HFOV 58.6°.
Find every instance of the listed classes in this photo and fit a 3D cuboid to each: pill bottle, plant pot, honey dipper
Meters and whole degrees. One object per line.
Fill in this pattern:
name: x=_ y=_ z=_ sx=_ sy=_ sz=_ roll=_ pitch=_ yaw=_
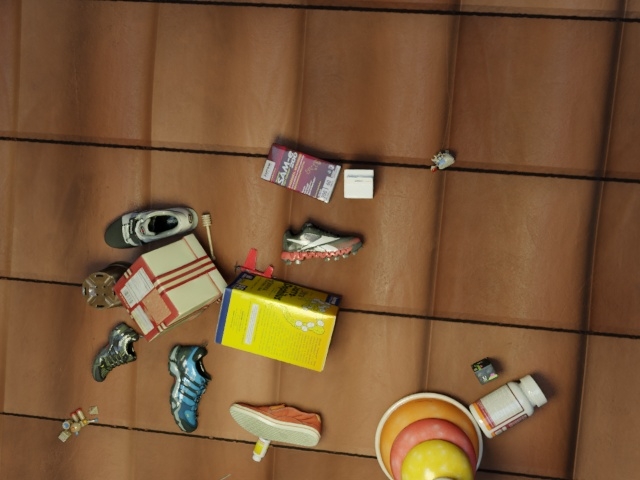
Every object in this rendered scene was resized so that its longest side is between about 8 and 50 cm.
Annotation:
pill bottle: x=0.604 y=0.531 z=1.837 sx=0.221 sy=0.121 sz=0.121 roll=-33 pitch=90 yaw=6
pill bottle: x=-0.205 y=0.718 z=1.973 sx=0.044 sy=0.043 sz=0.083 roll=23 pitch=95 yaw=4
plant pot: x=-0.709 y=0.159 z=1.932 sx=0.167 sy=0.165 sz=0.166 roll=0 pitch=93 yaw=7
honey dipper: x=-0.379 y=-0.009 z=1.957 sx=0.031 sy=0.030 sz=0.160 roll=-10 pitch=95 yaw=6

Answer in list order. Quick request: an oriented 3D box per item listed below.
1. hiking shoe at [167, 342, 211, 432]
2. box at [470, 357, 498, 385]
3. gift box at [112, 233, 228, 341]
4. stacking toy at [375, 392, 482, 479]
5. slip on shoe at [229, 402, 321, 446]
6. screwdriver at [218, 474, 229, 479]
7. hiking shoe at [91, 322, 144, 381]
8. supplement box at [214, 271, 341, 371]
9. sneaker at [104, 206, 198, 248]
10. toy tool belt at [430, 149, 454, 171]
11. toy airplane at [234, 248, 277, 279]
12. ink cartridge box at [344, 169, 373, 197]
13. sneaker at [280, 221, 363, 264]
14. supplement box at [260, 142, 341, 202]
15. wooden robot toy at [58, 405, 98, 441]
hiking shoe: x=-0.439 y=0.508 z=1.950 sx=0.132 sy=0.113 sz=0.303 roll=-6 pitch=93 yaw=7
box: x=0.533 y=0.425 z=1.857 sx=0.062 sy=0.083 sz=0.052 roll=-29 pitch=90 yaw=7
gift box: x=-0.488 y=0.148 z=1.858 sx=0.276 sy=0.258 sz=0.255 roll=-33 pitch=87 yaw=39
stacking toy: x=0.334 y=0.686 z=1.695 sx=0.351 sy=0.480 sz=0.350 roll=0 pitch=93 yaw=7
slip on shoe: x=-0.151 y=0.608 z=1.940 sx=0.332 sy=0.101 sz=0.122 roll=7 pitch=129 yaw=17
screwdriver: x=-0.390 y=0.870 z=2.017 sx=0.170 sy=0.024 sz=0.025 roll=-26 pitch=120 yaw=0
hiking shoe: x=-0.706 y=0.407 z=1.986 sx=0.114 sy=0.086 sz=0.226 roll=29 pitch=95 yaw=7
supplement box: x=-0.131 y=0.255 z=1.850 sx=0.357 sy=0.194 sz=0.195 roll=14 pitch=104 yaw=4
sneaker: x=-0.594 y=-0.047 z=1.920 sx=0.331 sy=0.146 sz=0.122 roll=-15 pitch=93 yaw=8
toy tool belt: x=0.389 y=-0.260 z=1.855 sx=0.083 sy=0.052 sz=0.051 roll=-27 pitch=59 yaw=4
toy airplane: x=-0.223 y=0.110 z=1.947 sx=0.151 sy=0.028 sz=0.151 roll=1 pitch=95 yaw=7
ink cartridge box: x=0.124 y=-0.180 z=1.835 sx=0.092 sy=0.143 sz=0.089 roll=0 pitch=93 yaw=6
sneaker: x=0.000 y=0.000 z=1.881 sx=0.277 sy=0.097 sz=0.134 roll=-6 pitch=95 yaw=8
supplement box: x=-0.063 y=-0.223 z=1.888 sx=0.240 sy=0.073 sz=0.130 roll=20 pitch=96 yaw=5
wooden robot toy: x=-0.871 y=0.651 z=2.021 sx=0.173 sy=0.079 sz=0.076 roll=-35 pitch=89 yaw=6
